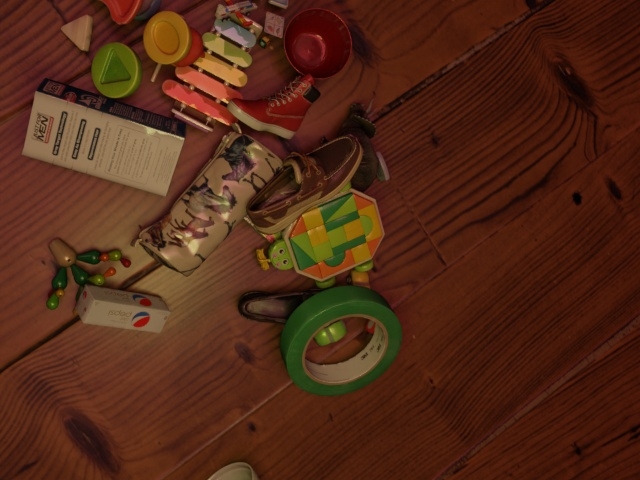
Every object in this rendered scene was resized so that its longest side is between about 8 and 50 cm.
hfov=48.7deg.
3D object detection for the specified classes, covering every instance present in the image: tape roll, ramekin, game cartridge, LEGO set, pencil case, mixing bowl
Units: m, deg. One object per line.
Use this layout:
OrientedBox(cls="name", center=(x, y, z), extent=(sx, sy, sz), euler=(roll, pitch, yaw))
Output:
OrientedBox(cls="tape roll", center=(0.056, 0.269, 1.877), extent=(0.321, 0.077, 0.321), euler=(-10, 124, -15))
OrientedBox(cls="ramekin", center=(-0.229, 0.694, 1.839), extent=(0.207, 0.207, 0.109), euler=(-39, 111, -10))
OrientedBox(cls="game cartridge", center=(0.164, -0.205, 1.955), extent=(0.017, 0.056, 0.083), euler=(-24, 100, -13))
OrientedBox(cls="LEGO set", center=(-0.166, -0.594, 1.773), extent=(0.183, 0.060, 0.244), euler=(15, 57, -18))
OrientedBox(cls="pencil case", center=(-0.282, -0.093, 1.785), extent=(0.183, 0.160, 0.410), euler=(43, 82, -14))
OrientedBox(cls="mixing bowl", center=(-0.018, -0.507, 1.861), extent=(0.182, 0.098, 0.181), euler=(-1, 93, -15))

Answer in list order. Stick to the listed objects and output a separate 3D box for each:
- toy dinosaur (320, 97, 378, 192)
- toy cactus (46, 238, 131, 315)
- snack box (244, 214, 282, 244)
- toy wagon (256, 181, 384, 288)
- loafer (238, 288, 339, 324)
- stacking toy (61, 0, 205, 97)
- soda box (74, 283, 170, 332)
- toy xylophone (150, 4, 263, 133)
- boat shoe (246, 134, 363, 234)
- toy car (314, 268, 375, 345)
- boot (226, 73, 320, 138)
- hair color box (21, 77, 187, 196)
OrientedBox(cls="toy dinosaur", center=(0.089, -0.217, 1.896), extent=(0.160, 0.121, 0.313), euler=(-8, 94, 6))
OrientedBox(cls="toy cactus", center=(-0.599, 0.072, 1.754), extent=(0.219, 0.112, 0.180), euler=(-40, 84, -7))
OrientedBox(cls="snack box", center=(-0.137, -0.061, 1.891), extent=(0.141, 0.037, 0.100), euler=(42, 81, -14))
OrientedBox(cls="toy wagon", center=(0.000, 0.000, 1.882), extent=(0.344, 0.068, 0.267), euler=(-23, 116, -12))
OrientedBox(cls="loafer", center=(-0.067, 0.183, 1.874), extent=(0.303, 0.095, 0.109), euler=(1, 89, -5))
OrientedBox(cls="stacking toy", center=(-0.449, -0.502, 1.726), extent=(0.279, 0.130, 0.309), euler=(-38, 82, 19))
OrientedBox(cls="soda box", center=(-0.483, 0.170, 1.739), extent=(0.216, 0.074, 0.069), euler=(15, 109, -44))
OrientedBox(cls="toy xylophone", center=(-0.293, -0.441, 1.798), extent=(0.236, 0.081, 0.322), euler=(18, 89, -16))
OrientedBox(cls="boat shoe", center=(-0.043, -0.156, 1.759), extent=(0.342, 0.123, 0.123), euler=(-37, 58, -4))
OrientedBox(cls="toy car", center=(0.085, 0.224, 1.965), extent=(0.225, 0.053, 0.239), euler=(-30, 101, -12))
OrientedBox(cls="boot", center=(-0.110, -0.359, 1.773), extent=(0.244, 0.088, 0.176), euler=(5, 129, -53))
OrientedBox(cls="hair color box", center=(-0.515, -0.246, 1.706), extent=(0.347, 0.105, 0.173), euler=(16, 118, -17))
